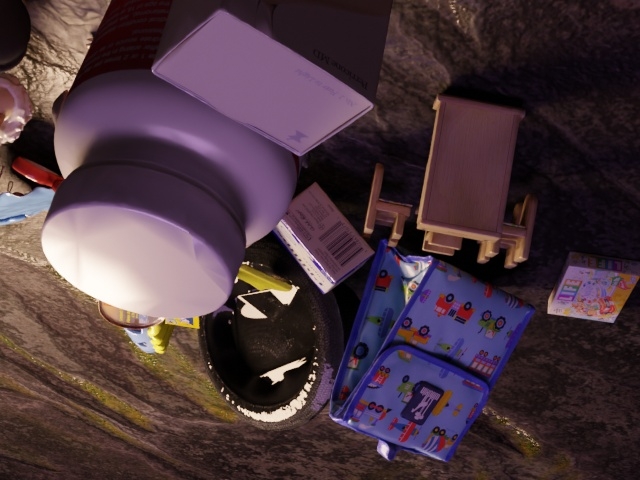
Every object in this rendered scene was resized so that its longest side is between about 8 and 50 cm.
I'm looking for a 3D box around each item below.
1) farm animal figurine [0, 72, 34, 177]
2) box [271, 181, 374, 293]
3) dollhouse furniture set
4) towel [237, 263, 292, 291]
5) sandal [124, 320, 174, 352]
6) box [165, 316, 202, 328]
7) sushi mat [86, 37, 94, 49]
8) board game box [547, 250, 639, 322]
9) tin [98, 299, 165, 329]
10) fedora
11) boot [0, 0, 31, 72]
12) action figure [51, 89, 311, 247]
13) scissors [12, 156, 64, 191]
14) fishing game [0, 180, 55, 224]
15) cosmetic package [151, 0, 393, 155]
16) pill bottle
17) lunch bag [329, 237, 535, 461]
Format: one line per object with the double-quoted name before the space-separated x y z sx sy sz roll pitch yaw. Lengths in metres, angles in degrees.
"farm animal figurine" -0.549 -0.163 1.448 0.330 0.172 0.326 25 135 -10
"box" 0.000 0.000 1.539 0.126 0.072 0.137 51 170 4
"dollhouse furniture set" 0.175 -0.073 1.438 0.212 0.161 0.242 10 172 0
"towel" -0.159 0.024 1.578 0.237 0.021 0.102 25 172 -25
"sandal" -0.314 0.070 1.811 0.138 0.126 0.317 3 140 13
"box" -0.188 0.041 1.661 0.054 0.168 0.059 10 151 1
"sushi mat" -0.117 -0.209 1.363 0.317 0.019 0.151 -2 149 21
"board game box" 0.408 0.072 1.676 0.104 0.026 0.154 8 150 4
"tin" -0.278 0.065 1.666 0.106 0.040 0.189 0 140 -10
"fedora" -0.045 0.140 1.755 0.153 0.334 0.334 -6 166 -42
"boot" -0.315 -0.351 1.082 0.445 0.146 0.367 -20 140 34
"action figure" -0.207 -0.073 1.461 0.341 0.178 0.330 -8 150 35
"scissors" -0.308 -0.066 1.427 0.109 0.021 0.297 28 -179 3
"fishing game" -0.444 -0.059 1.632 0.264 0.041 0.189 -15 175 18
"cosmetic package" -0.022 -0.251 0.975 0.160 0.309 0.113 27 145 -28
"pill bottle" -0.117 -0.139 1.081 0.229 0.407 0.229 10 145 7
"lunch bag" 0.144 0.178 1.634 0.221 0.293 0.138 24 179 -35
